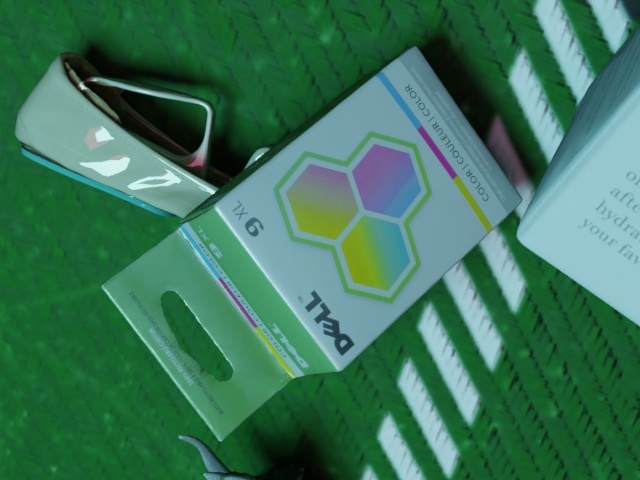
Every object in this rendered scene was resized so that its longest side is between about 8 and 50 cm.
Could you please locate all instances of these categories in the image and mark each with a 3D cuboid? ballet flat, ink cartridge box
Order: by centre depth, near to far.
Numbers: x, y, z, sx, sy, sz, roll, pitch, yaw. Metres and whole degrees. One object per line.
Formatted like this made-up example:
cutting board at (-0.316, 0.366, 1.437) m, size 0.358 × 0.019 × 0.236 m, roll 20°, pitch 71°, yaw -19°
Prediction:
ink cartridge box at (0.000, 0.000, 0.655) m, size 0.109 × 0.209 × 0.062 m, roll 54°, pitch 156°, yaw -8°
ballet flat at (-0.065, -0.036, 0.720) m, size 0.248 × 0.086 × 0.086 m, roll 28°, pitch 112°, yaw 3°

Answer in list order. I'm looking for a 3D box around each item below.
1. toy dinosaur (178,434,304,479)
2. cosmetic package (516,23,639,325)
toy dinosaur at (-0.009, 0.266, 0.806) m, size 0.160 × 0.121 × 0.314 m, roll 12°, pitch 116°, yaw 22°
cosmetic package at (0.305, -0.115, 0.486) m, size 0.230 × 0.161 × 0.453 m, roll 35°, pitch 132°, yaw -1°
